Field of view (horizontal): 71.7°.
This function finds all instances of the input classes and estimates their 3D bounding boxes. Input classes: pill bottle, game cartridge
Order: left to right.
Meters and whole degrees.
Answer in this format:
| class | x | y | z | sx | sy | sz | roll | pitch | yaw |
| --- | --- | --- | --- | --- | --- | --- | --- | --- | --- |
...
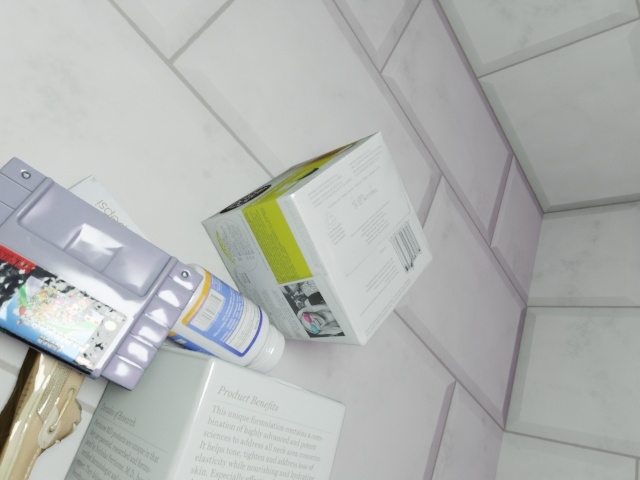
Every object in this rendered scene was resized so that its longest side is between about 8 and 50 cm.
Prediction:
| class | x | y | z | sx | sy | sz | roll | pitch | yaw |
| --- | --- | --- | --- | --- | --- | --- | --- | --- | --- |
| game cartridge | -0.395 | 0.059 | 0.704 | 0.355 | 0.068 | 0.230 | 36 | 56 | -17 |
| pill bottle | -0.206 | 0.180 | 0.940 | 0.272 | 0.152 | 0.152 | 43 | 56 | -34 |

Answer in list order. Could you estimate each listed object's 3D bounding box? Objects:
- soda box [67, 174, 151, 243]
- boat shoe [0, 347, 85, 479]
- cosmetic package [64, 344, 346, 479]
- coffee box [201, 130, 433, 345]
| class | x | y | z | sx | sy | sz | roll | pitch | yaw |
| --- | --- | --- | --- | --- | --- | --- | --- | --- | --- |
| soda box | -0.393 | -0.011 | 0.835 | 0.074 | 0.069 | 0.216 | -51 | 118 | -36 |
| boat shoe | -0.439 | 0.278 | 0.710 | 0.110 | 0.121 | 0.341 | 30 | 63 | -38 |
| cosmetic package | -0.212 | 0.422 | 0.775 | 0.329 | 0.327 | 0.394 | 35 | 61 | -37 |
| coffee box | 0.000 | 0.000 | 1.043 | 0.337 | 0.334 | 0.338 | -40 | 110 | -40 |
